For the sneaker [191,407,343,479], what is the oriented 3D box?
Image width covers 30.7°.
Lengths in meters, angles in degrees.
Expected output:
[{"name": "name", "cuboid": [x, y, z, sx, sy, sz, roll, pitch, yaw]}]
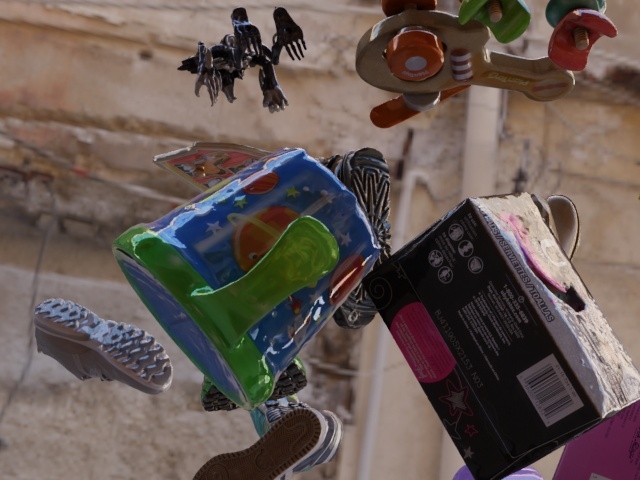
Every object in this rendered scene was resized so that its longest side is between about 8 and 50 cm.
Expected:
[{"name": "sneaker", "cuboid": [-0.083, 0.378, 1.993, 0.282, 0.099, 0.153, -36, -18, 16]}]

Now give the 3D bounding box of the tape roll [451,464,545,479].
[{"name": "tape roll", "cuboid": [0.274, 0.481, 1.793, 0.090, 0.275, 0.275, 4, -23, -17]}]

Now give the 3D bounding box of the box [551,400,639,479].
[{"name": "box", "cuboid": [0.378, 0.347, 1.555, 0.117, 0.213, 0.243, 17, -28, 22]}]

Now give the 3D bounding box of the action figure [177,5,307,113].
[{"name": "action figure", "cuboid": [-0.130, -0.275, 1.875, 0.164, 0.141, 0.275, -4, -9, -22]}]

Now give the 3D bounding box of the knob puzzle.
[{"name": "knob puzzle", "cuboid": [-0.140, -0.103, 1.855, 0.213, 0.030, 0.213, 5, -23, 2]}]

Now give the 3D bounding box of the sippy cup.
[{"name": "sippy cup", "cuboid": [-0.067, 0.025, 1.260, 0.305, 0.224, 0.240, 33, -23, 44]}]

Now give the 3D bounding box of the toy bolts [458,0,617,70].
[{"name": "toy bolts", "cuboid": [0.325, -0.375, 1.652, 0.228, 0.158, 0.218, 23, -44, -26]}]

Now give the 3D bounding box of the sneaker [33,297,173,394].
[{"name": "sneaker", "cuboid": [-0.383, 0.204, 2.064, 0.281, 0.105, 0.115, 26, -57, 18]}]

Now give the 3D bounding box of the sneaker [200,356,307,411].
[{"name": "sneaker", "cuboid": [-0.100, 0.140, 1.507, 0.134, 0.146, 0.343, -14, -7, -6]}]

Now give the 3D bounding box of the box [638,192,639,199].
[{"name": "box", "cuboid": [0.588, -0.061, 1.811, 0.058, 0.087, 0.232, 13, 17, -20]}]

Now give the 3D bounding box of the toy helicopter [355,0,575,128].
[{"name": "toy helicopter", "cuboid": [0.222, -0.259, 1.805, 0.355, 0.140, 0.235, 8, -33, -17]}]

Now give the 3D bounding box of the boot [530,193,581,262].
[{"name": "boot", "cuboid": [0.403, -0.018, 2.085, 0.089, 0.236, 0.269, 0, -21, 20]}]

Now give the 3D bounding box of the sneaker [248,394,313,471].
[{"name": "sneaker", "cuboid": [-0.071, 0.362, 2.269, 0.107, 0.275, 0.110, -6, -60, -23]}]

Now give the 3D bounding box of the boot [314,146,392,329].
[{"name": "boot", "cuboid": [0.003, 0.000, 2.182, 0.131, 0.348, 0.260, 19, -19, -41]}]

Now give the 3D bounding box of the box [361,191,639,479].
[{"name": "box", "cuboid": [0.190, 0.095, 1.188, 0.163, 0.247, 0.142, -39, -17, 31]}]
